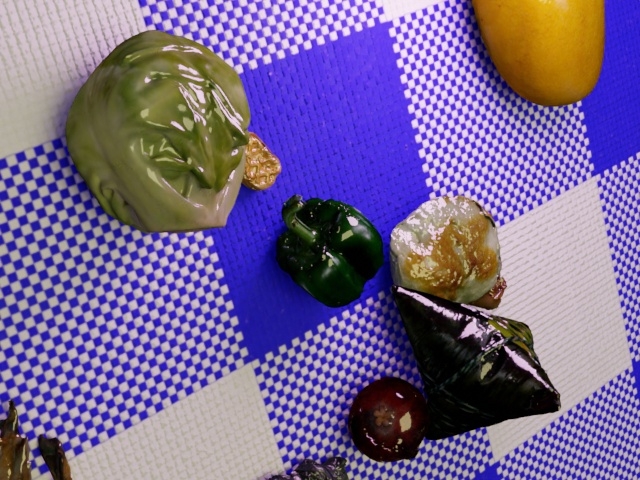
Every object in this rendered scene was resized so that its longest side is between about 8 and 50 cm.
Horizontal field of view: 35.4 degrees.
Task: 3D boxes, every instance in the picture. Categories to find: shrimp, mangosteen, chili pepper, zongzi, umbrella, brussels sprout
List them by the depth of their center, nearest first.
[{"bbox_3d":[-0.245,-0.168,1.573,0.328,0.247,0.328,-1,93,-33],"label":"brussels sprout"},{"bbox_3d":[-0.454,0.378,1.590,0.145,0.059,0.254,8,91,-39],"label":"shrimp"},{"bbox_3d":[0.000,0.000,1.812,0.174,0.165,0.261,-48,124,-1],"label":"chili pepper"},{"bbox_3d":[-0.043,0.456,1.889,0.224,0.071,0.080,-4,69,-30],"label":"umbrella"},{"bbox_3d":[0.264,0.212,1.944,0.362,0.383,0.319,40,82,3],"label":"zongzi"},{"bbox_3d":[0.141,0.352,1.962,0.180,0.166,0.166,24,80,-59],"label":"mangosteen"}]

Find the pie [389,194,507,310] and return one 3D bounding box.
[{"bbox_3d":[0.258,0.037,2.034,0.274,0.105,0.257,-13,102,-31],"label":"pie"}]

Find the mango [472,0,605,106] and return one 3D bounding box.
[{"bbox_3d":[0.456,-0.470,2.052,0.300,0.232,0.446,-46,128,-28],"label":"mango"}]

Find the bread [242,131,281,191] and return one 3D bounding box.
[{"bbox_3d":[-0.119,-0.138,1.783,0.111,0.044,0.083,46,71,-33],"label":"bread"}]
